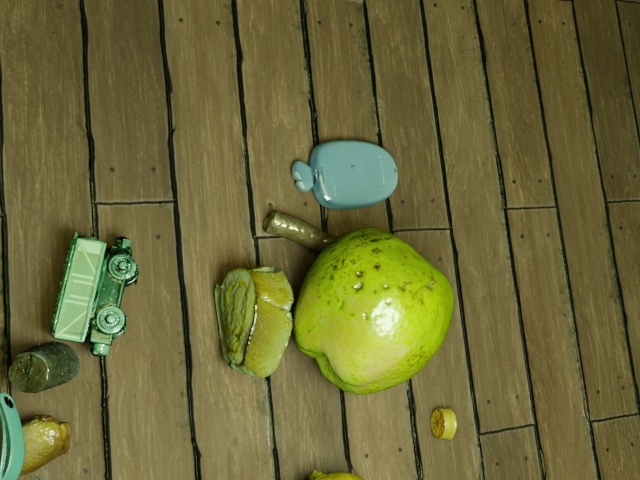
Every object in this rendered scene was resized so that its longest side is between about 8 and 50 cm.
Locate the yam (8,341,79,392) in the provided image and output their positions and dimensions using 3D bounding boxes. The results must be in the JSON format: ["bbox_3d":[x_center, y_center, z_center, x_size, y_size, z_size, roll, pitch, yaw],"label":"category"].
[{"bbox_3d":[-0.579,0.264,1.385,0.107,0.183,0.107,0,85,-5],"label":"yam"}]

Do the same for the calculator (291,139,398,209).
[{"bbox_3d":[0.070,-0.176,1.770,0.303,0.042,0.188,-6,83,-25],"label":"calculator"}]

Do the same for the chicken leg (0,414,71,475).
[{"bbox_3d":[-0.629,0.458,1.372,0.251,0.087,0.107,-43,86,-15],"label":"chicken leg"}]

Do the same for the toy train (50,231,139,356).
[{"bbox_3d":[-0.493,0.118,1.471,0.155,0.115,0.269,11,77,-10],"label":"toy train"}]

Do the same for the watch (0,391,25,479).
[{"bbox_3d":[-0.688,0.411,1.322,0.195,0.068,0.237,-31,67,-7],"label":"watch"}]

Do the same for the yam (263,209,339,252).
[{"bbox_3d":[0.000,0.000,1.703,0.300,0.066,0.066,22,74,-17],"label":"yam"}]

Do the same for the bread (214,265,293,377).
[{"bbox_3d":[-0.157,0.186,1.548,0.124,0.186,0.256,5,83,-37],"label":"bread"}]

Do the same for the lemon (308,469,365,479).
[{"bbox_3d":[0.044,0.668,1.497,0.261,0.260,0.283,6,79,-20],"label":"lemon"}]

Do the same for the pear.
[{"bbox_3d":[0.117,0.176,1.564,0.392,0.391,0.390,4,79,-20],"label":"pear"}]

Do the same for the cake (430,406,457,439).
[{"bbox_3d":[0.322,0.476,1.729,0.044,0.084,0.083,4,79,-17],"label":"cake"}]
